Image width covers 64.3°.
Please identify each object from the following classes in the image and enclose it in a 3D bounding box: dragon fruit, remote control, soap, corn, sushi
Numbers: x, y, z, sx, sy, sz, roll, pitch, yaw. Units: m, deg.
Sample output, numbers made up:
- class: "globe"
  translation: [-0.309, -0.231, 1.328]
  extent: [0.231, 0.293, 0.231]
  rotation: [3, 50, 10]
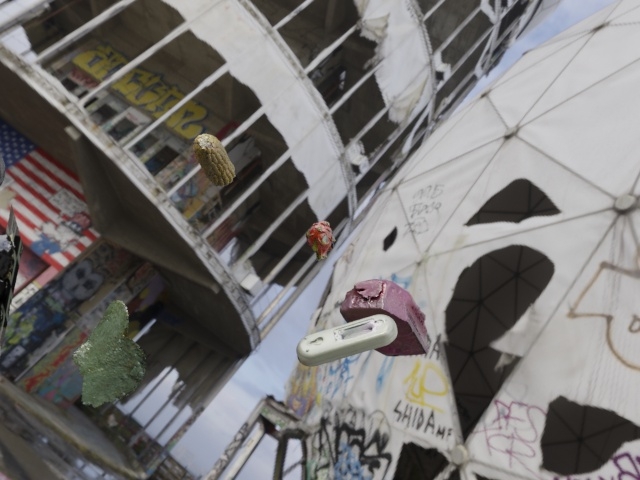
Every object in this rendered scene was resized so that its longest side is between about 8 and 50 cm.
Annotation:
- class: "dragon fruit"
  translation: [0.001, 0.002, 1.510]
  extent: [0.081, 0.086, 0.116]
  rotation: [-9, -88, 36]
- class: "remote control"
  translation: [0.054, 0.210, 1.081]
  extent: [0.078, 0.221, 0.042]
  rotation: [-103, 177, -58]
- class: "soap"
  translation: [0.210, 0.249, 1.634]
  extent: [0.220, 0.127, 0.325]
  rotation: [-10, -46, 24]
- class: "corn"
  translation: [-0.323, -0.241, 1.535]
  extent: [0.101, 0.101, 0.292]
  rotation: [38, -8, 6]
- class: "sushi"
  translation: [-0.921, 0.114, 1.393]
  extent: [0.100, 0.373, 0.296]
  rotation: [8, 21, -39]

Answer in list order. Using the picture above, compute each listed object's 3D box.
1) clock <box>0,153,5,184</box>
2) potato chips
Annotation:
- class: "clock"
  translation: [-0.876, -0.186, 1.251]
  extent: [0.184, 0.184, 0.040]
  rotation: [52, 12, -22]
- class: "potato chips"
  translation: [-0.476, 0.255, 1.154]
  extent: [0.059, 0.167, 0.228]
  rotation: [-35, 112, -84]
